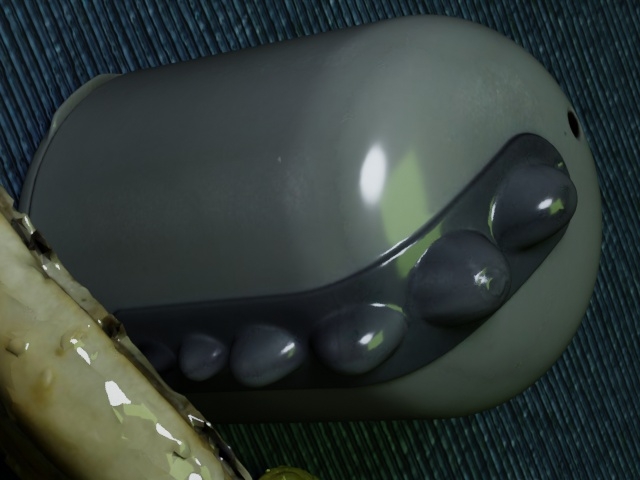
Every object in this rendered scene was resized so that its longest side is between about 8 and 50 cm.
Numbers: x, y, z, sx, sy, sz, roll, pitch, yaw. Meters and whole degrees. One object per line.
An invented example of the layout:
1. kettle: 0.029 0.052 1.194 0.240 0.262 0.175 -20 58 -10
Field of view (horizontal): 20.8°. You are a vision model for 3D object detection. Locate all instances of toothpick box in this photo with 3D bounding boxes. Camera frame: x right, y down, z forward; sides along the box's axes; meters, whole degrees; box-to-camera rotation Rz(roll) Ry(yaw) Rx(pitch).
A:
1. toothpick box: 0.000 0.000 0.905 0.229 0.316 0.229 5 83 -42

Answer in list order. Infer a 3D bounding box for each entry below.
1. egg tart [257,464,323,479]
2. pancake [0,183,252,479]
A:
1. egg tart: -0.026 0.187 1.049 0.105 0.039 0.105 6 81 -43
2. pancake: -0.094 0.097 0.784 0.082 0.387 0.387 -44 117 -11
